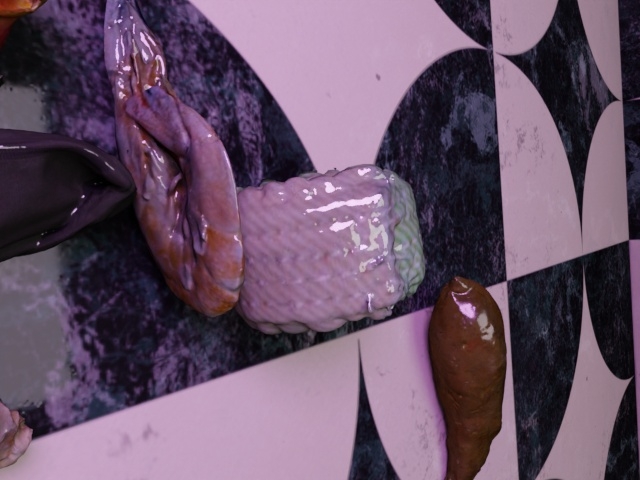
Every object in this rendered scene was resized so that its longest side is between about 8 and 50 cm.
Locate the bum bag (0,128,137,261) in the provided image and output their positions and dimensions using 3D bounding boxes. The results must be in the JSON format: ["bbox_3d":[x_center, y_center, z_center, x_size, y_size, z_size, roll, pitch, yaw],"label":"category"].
[{"bbox_3d":[-0.280,-0.023,0.323,0.326,0.142,0.079,-12,66,-48],"label":"bum bag"}]

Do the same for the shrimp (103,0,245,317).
[{"bbox_3d":[-0.131,-0.081,0.438,0.062,0.164,0.316,-17,94,-44],"label":"shrimp"}]

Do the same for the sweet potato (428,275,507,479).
[{"bbox_3d":[0.252,0.252,0.837,0.131,0.131,0.422,-20,113,-43],"label":"sweet potato"}]

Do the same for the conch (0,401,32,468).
[{"bbox_3d":[-0.283,0.138,0.241,0.210,0.159,0.291,-62,143,-9],"label":"conch"}]

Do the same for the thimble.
[{"bbox_3d":[0.000,0.000,0.522,0.219,0.219,0.150,-20,104,-43],"label":"thimble"}]

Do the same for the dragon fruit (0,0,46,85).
[{"bbox_3d":[-0.298,-0.200,0.256,0.291,0.189,0.290,1,89,-45],"label":"dragon fruit"}]
